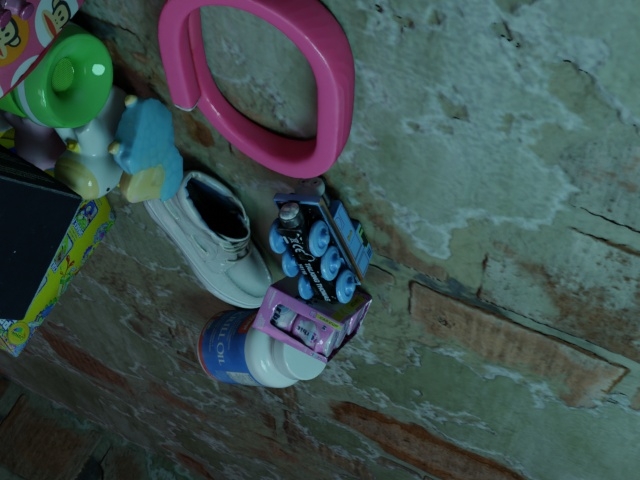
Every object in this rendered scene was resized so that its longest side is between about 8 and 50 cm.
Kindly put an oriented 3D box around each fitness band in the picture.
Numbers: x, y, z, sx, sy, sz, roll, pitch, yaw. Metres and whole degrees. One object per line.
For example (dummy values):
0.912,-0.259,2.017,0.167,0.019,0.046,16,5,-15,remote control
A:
-0.066,-0.168,1.008,0.209,0.054,0.291,24,154,13,fitness band

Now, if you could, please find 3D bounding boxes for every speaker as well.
-0.392,-0.223,1.153,0.296,0.131,0.131,20,152,29,speaker

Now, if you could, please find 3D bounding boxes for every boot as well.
-0.132,0.004,1.324,0.258,0.095,0.123,47,156,-27,boot

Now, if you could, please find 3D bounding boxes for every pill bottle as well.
-0.090,0.171,1.544,0.221,0.124,0.124,-7,136,49,pill bottle

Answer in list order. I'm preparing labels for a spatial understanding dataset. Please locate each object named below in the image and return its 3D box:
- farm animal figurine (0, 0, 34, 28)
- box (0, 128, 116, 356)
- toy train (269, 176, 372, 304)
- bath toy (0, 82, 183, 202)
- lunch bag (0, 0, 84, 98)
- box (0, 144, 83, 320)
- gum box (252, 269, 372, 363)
-0.264,-0.307,0.665,0.172,0.330,0.327,33,155,3,farm animal figurine
-0.524,-0.024,1.477,0.289,0.279,0.177,22,153,16,box
0.000,0.000,1.173,0.080,0.105,0.184,4,145,27,toy train
-0.339,-0.146,1.251,0.348,0.151,0.129,21,175,29,bath toy
-0.414,-0.239,1.013,0.293,0.258,0.120,14,150,29,lunch bag
-0.513,-0.067,1.088,0.312,0.179,0.343,31,-173,27,box
-0.008,0.095,1.280,0.107,0.062,0.188,26,-167,11,gum box
